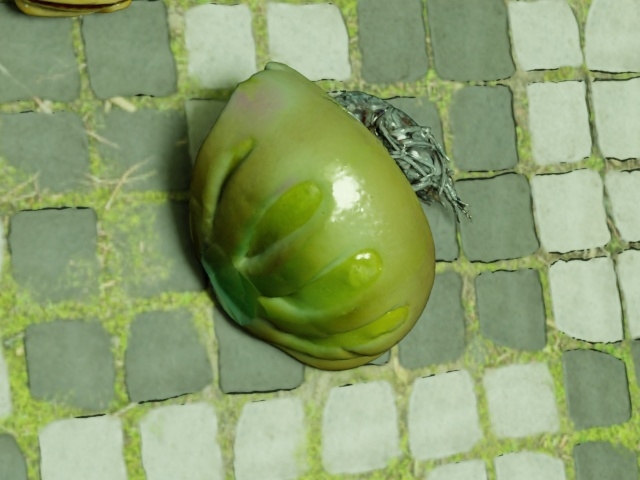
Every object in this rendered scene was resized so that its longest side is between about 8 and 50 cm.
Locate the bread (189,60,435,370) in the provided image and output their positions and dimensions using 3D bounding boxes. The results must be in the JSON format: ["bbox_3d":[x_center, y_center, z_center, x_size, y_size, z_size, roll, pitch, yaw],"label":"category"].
[{"bbox_3d":[-0.003,-0.010,1.342,0.158,0.156,0.260,-42,101,-27],"label":"bread"}]

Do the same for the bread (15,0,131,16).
[{"bbox_3d":[-0.211,-0.276,1.320,0.116,0.077,0.200,-9,85,-26],"label":"bread"}]

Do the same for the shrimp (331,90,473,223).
[{"bbox_3d":[0.074,-0.069,1.446,0.165,0.056,0.065,43,51,-4],"label":"shrimp"}]
